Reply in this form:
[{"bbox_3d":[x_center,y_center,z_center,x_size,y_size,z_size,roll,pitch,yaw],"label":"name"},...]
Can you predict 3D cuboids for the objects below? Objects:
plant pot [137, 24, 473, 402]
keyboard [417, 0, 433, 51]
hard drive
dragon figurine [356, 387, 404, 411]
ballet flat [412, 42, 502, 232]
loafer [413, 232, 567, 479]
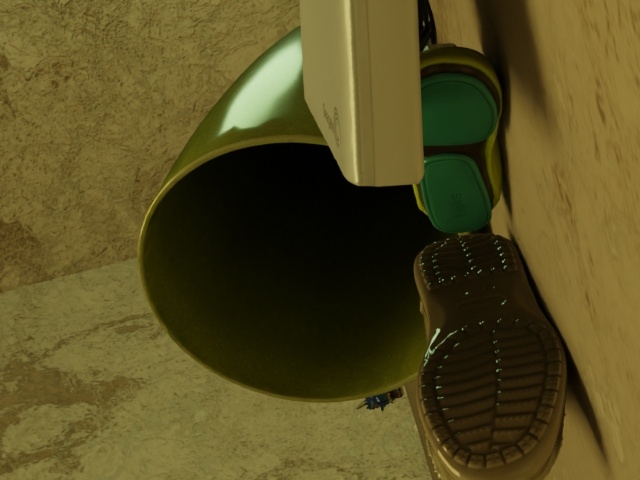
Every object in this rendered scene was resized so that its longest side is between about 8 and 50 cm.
[{"bbox_3d":[0.006,-0.059,1.635,0.293,0.274,0.275,-79,-20,-52],"label":"plant pot"},{"bbox_3d":[0.063,-0.235,1.584,0.100,0.038,0.192,125,136,-58],"label":"keyboard"},{"bbox_3d":[0.014,-0.231,1.089,0.233,0.047,0.353,-112,18,-72],"label":"hard drive"},{"bbox_3d":[0.080,0.102,1.922,0.289,0.144,0.085,-111,7,-83],"label":"dragon figurine"},{"bbox_3d":[0.083,-0.084,1.257,0.231,0.077,0.077,74,-165,-64],"label":"ballet flat"},{"bbox_3d":[0.117,0.093,1.275,0.268,0.102,0.092,-88,-15,-59],"label":"loafer"}]
